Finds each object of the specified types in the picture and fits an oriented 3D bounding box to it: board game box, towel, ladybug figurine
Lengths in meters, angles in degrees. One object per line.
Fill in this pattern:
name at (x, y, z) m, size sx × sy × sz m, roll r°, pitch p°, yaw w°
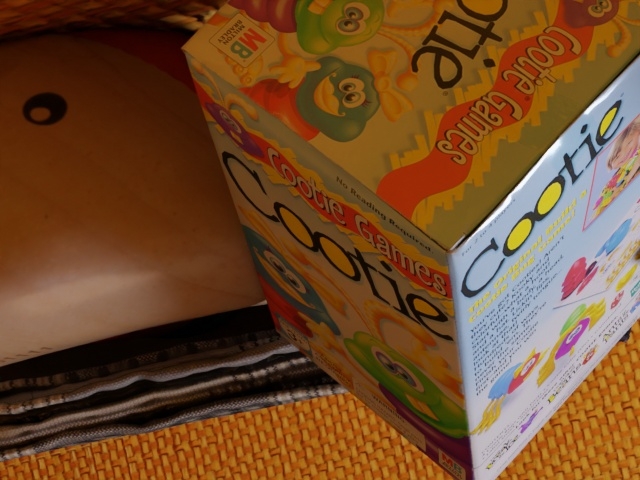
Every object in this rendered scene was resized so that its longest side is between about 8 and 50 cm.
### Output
board game box at (0.057, -0.023, 0.855) m, size 0.144 × 0.142 × 0.275 m, roll -46°, pitch 158°, yaw -15°
towel at (-0.080, 0.081, 1.146) m, size 0.312 × 0.056 × 0.324 m, roll -11°, pitch 177°, yaw 1°
ladybug figurine at (-0.110, -0.018, 1.102) m, size 0.305 × 0.162 × 0.449 m, roll -16°, pitch 174°, yaw 14°

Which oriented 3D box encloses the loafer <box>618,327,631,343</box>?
loafer at (0.246, -0.020, 1.505) m, size 0.095 × 0.109 × 0.303 m, roll 7°, pitch 137°, yaw 14°
